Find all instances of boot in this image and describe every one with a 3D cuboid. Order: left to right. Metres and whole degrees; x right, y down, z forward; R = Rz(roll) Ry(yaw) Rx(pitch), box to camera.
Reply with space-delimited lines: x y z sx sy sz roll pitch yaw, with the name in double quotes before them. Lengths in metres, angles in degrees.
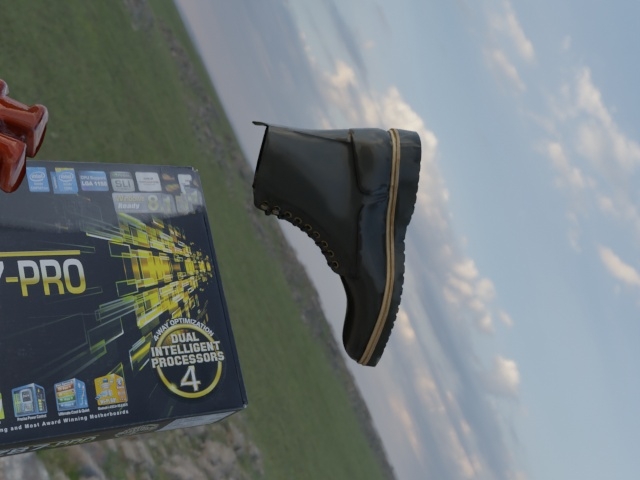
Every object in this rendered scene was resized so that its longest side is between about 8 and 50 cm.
"boot" 0.000 0.000 0.737 0.077 0.137 0.198 -152 -111 -80

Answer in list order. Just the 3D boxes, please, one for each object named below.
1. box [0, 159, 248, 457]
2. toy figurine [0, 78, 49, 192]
"box" -0.294 0.070 1.001 0.097 0.395 0.318 -35 -116 46
"toy figurine" -0.191 -0.110 0.374 0.148 0.213 0.209 23 20 -8
